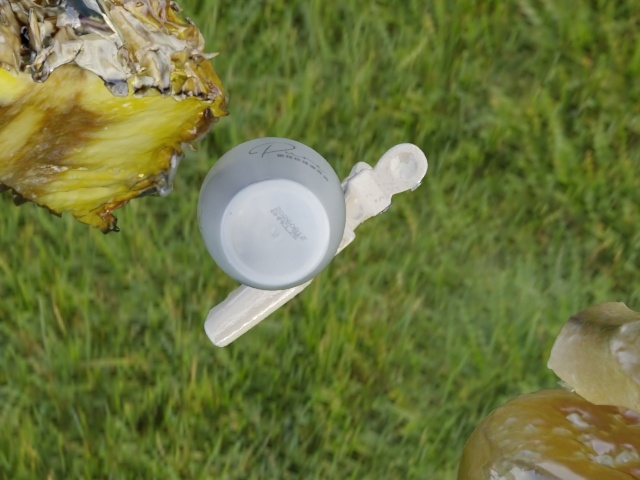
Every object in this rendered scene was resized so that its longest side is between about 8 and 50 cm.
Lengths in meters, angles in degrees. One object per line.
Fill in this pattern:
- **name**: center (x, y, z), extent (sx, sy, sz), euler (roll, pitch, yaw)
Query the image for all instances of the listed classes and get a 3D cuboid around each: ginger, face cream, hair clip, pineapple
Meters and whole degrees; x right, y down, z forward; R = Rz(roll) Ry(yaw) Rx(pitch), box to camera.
- **ginger**: center (0.139, 0.051, 0.765), extent (0.057, 0.137, 0.044), euler (-22, 103, -29)
- **face cream**: center (-0.029, -0.014, 1.095), extent (0.091, 0.095, 0.091), euler (-1, 102, -3)
- **hair clip**: center (0.000, 0.000, 1.265), extent (0.034, 0.072, 0.226), euler (54, 47, -9)
- **pineapple**: center (-0.150, -0.125, 1.055), extent (0.158, 0.334, 0.161), euler (-17, 69, 20)

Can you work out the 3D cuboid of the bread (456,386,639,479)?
- **bread**: center (0.155, 0.196, 0.974), extent (0.196, 0.246, 0.176), euler (15, 28, 5)
